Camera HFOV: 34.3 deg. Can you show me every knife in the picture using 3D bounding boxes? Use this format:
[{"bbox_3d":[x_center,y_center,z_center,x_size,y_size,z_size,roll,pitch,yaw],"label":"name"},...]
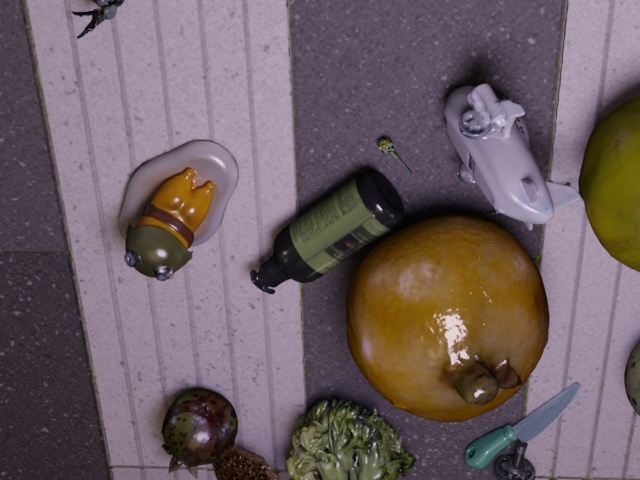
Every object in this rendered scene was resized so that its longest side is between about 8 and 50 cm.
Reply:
[{"bbox_3d":[0.369,0.343,1.892,0.260,0.063,0.034,-39,117,24],"label":"knife"}]

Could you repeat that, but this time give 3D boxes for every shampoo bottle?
[{"bbox_3d":[0.000,0.000,1.683,0.284,0.101,0.101,-34,114,23],"label":"shampoo bottle"}]

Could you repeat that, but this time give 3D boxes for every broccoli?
[{"bbox_3d":[0.038,0.434,1.868,0.248,0.245,0.288,-23,113,28],"label":"broccoli"}]

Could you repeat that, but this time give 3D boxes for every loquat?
[{"bbox_3d":[0.203,0.137,1.613,0.328,0.359,0.328,-4,122,-7],"label":"loquat"}]

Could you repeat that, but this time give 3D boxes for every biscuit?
[{"bbox_3d":[-0.119,0.448,1.941,0.237,0.026,0.131,16,133,38],"label":"biscuit"}]

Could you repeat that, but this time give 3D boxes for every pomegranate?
[{"bbox_3d":[-0.233,0.352,1.900,0.148,0.148,0.169,37,116,-18],"label":"pomegranate"}]

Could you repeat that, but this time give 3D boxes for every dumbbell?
[{"bbox_3d":[0.356,0.478,1.967,0.081,0.081,0.254,7,122,0],"label":"dumbbell"}]

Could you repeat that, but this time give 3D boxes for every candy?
[{"bbox_3d":[0.120,-0.131,1.640,0.023,0.025,0.083,-40,119,6],"label":"candy"}]

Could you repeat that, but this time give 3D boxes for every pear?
[{"bbox_3d":[0.550,-0.096,1.494,0.375,0.287,0.287,-30,117,-2],"label":"pear"}]

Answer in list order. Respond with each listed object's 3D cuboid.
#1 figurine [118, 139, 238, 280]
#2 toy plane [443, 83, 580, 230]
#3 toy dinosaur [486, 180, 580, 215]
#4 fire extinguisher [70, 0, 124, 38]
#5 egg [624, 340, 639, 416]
[{"bbox_3d":[-0.239,-0.036,1.656,0.166,0.141,0.250,32,119,-13],"label":"figurine"},{"bbox_3d":[0.266,-0.127,1.522,0.118,0.252,0.252,-28,119,-7],"label":"toy plane"},{"bbox_3d":[0.355,-0.066,1.652,0.180,0.058,0.037,-22,110,32],"label":"toy dinosaur"},{"bbox_3d":[-0.293,-0.423,1.447,0.093,0.118,0.294,32,126,26],"label":"fire extinguisher"},{"bbox_3d":[0.613,0.214,1.730,0.177,0.177,0.228,35,103,-17],"label":"egg"}]
